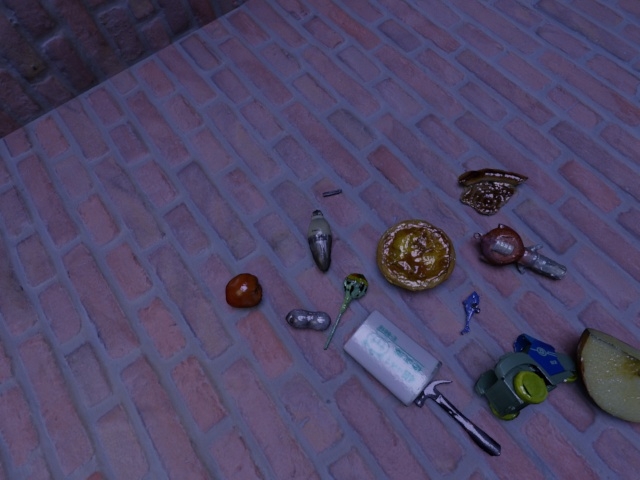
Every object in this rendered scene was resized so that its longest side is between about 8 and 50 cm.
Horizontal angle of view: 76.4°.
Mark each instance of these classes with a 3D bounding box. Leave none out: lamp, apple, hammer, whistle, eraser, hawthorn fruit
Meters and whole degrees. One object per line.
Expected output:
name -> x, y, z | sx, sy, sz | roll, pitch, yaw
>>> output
lamp -> 0.000, 0.000, 1.592 | 0.101, 0.101, 0.251 | -8, 68, 1
apple -> 0.953, 0.412, 1.279 | 0.345, 0.179, 0.254 | 27, 54, 6
hammer -> 0.462, 0.577, 1.327 | 0.289, 0.037, 0.137 | 39, 76, 20
whistle -> 0.726, 0.049, 1.498 | 0.345, 0.134, 0.143 | 26, 85, 6
eraser -> 0.243, 0.397, 1.393 | 0.290, 0.104, 0.189 | 38, 78, 20
hawthorn fruit -> -0.291, 0.187, 1.519 | 0.137, 0.133, 0.133 | -22, 65, 6

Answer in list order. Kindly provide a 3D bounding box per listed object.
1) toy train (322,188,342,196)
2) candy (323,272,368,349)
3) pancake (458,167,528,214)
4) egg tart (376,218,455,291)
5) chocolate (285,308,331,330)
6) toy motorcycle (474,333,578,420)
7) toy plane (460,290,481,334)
toy train -> 0.051, -0.201, 1.722 | 0.083, 0.017, 0.017 | -13, 68, -1
candy -> 0.087, 0.261, 1.493 | 0.091, 0.083, 0.306 | 26, 78, -3
pancake -> 0.682, -0.229, 1.660 | 0.257, 0.056, 0.212 | -40, 68, -13
egg tart -> 0.353, 0.063, 1.527 | 0.289, 0.115, 0.291 | -2, 67, 6
chocolate -> -0.044, 0.288, 1.482 | 0.166, 0.072, 0.072 | 4, 66, 6
toy motorcycle -> 0.671, 0.419, 1.319 | 0.326, 0.191, 0.200 | -19, 56, -24
toy plane -> 0.536, 0.258, 1.462 | 0.062, 0.054, 0.167 | 4, 63, 34
